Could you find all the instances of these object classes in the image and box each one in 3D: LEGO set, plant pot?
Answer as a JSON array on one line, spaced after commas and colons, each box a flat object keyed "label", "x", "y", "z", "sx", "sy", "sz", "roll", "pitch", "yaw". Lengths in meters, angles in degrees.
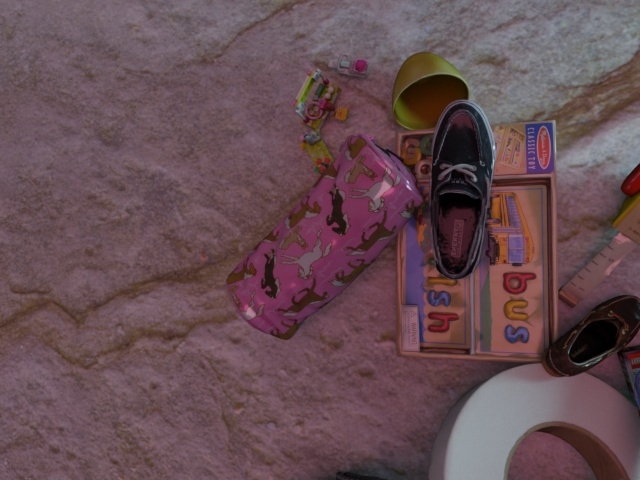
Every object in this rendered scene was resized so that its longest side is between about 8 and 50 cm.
[{"label": "LEGO set", "x": 0.008, "y": -0.205, "z": 0.968, "sx": 0.132, "sy": 0.107, "sz": 0.287, "roll": 6, "pitch": 89, "yaw": 14}, {"label": "plant pot", "x": 0.184, "y": -0.275, "z": 0.928, "sx": 0.134, "sy": 0.134, "sz": 0.095, "roll": -16, "pitch": 58, "yaw": 13}]

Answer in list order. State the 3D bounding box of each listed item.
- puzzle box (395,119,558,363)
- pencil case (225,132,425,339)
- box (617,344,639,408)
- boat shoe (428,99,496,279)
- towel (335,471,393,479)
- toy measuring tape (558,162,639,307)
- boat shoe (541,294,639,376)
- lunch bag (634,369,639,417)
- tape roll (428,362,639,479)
[{"label": "puzzle box", "x": 0.268, "y": 0.005, "z": 0.918, "sx": 0.271, "sy": 0.052, "sz": 0.410, "roll": -1, "pitch": 87, "yaw": 16}, {"label": "pencil case", "x": 0.000, "y": 0.000, "z": 0.911, "sx": 0.160, "sy": 0.167, "sz": 0.386, "roll": 33, "pitch": 109, "yaw": -29}, {"label": "box", "x": 0.603, "y": 0.210, "z": 0.841, "sx": 0.206, "sy": 0.036, "sz": 0.114, "roll": -16, "pitch": 84, "yaw": 13}, {"label": "boat shoe", "x": 0.224, "y": -0.086, "z": 0.854, "sx": 0.108, "sy": 0.102, "sz": 0.302, "roll": 6, "pitch": 89, "yaw": 17}, {"label": "towel", "x": 0.095, "y": 0.507, "z": 0.849, "sx": 0.121, "sy": 0.283, "sz": 0.235, "roll": -27, "pitch": 87, "yaw": -31}, {"label": "toy measuring tape", "x": 0.513, "y": -0.029, "z": 0.859, "sx": 0.121, "sy": 0.121, "sz": 0.330, "roll": 38, "pitch": 119, "yaw": 12}, {"label": "boat shoe", "x": 0.443, "y": 0.147, "z": 0.824, "sx": 0.206, "sy": 0.073, "sz": 0.073, "roll": -31, "pitch": 70, "yaw": -19}, {"label": "lunch bag", "x": 0.569, "y": 0.283, "z": 0.674, "sx": 0.243, "sy": 0.115, "sz": 0.304, "roll": -21, "pitch": 38, "yaw": 26}, {"label": "tape roll", "x": 0.353, "y": 0.382, "z": 0.776, "sx": 0.391, "sy": 0.072, "sz": 0.393, "roll": 4, "pitch": 63, "yaw": -9}]
